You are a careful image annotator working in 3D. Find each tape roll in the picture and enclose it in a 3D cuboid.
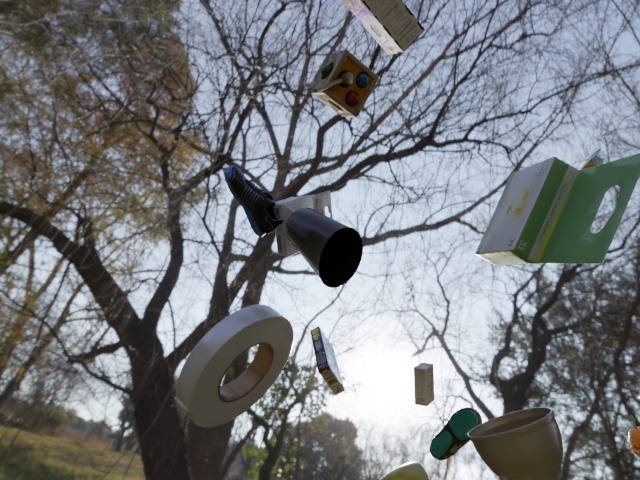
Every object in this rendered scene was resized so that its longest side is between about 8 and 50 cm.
[{"bbox_3d":[-0.241,0.374,1.220,0.072,0.392,0.391,31,-27,31],"label":"tape roll"}]

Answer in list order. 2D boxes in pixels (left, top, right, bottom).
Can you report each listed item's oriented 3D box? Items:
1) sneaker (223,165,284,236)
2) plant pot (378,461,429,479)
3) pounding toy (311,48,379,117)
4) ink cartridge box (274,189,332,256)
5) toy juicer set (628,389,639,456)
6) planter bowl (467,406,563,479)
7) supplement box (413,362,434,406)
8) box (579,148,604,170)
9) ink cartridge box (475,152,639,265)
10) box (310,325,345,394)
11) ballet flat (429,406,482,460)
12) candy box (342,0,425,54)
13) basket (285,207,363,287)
[{"bbox_3d":[-0.193,-0.128,1.199,0.091,0.081,0.232,-29,-87,18],"label":"sneaker"},{"bbox_3d":[0.170,0.551,0.871,0.096,0.134,0.134,3,-35,-11],"label":"plant pot"},{"bbox_3d":[0.048,-0.367,0.961,0.141,0.130,0.100,27,3,-32],"label":"pounding toy"},{"bbox_3d":[-0.057,-0.065,1.429,0.066,0.233,0.188,12,-65,40],"label":"ink cartridge box"},{"bbox_3d":[0.805,0.466,0.849,0.090,0.209,0.329,25,6,-23],"label":"toy juicer set"},{"bbox_3d":[0.374,0.391,0.757,0.162,0.109,0.162,-17,-19,-6],"label":"planter bowl"},{"bbox_3d":[0.279,0.386,1.097,0.036,0.098,0.062,-3,-3,34],"label":"supplement box"},{"bbox_3d":[0.817,-0.196,1.272,0.043,0.105,0.179,35,-49,20],"label":"box"},{"bbox_3d":[0.347,-0.046,0.624,0.056,0.171,0.235,27,-7,-3],"label":"ink cartridge box"},{"bbox_3d":[0.019,0.378,1.298,0.036,0.207,0.114,-29,-66,4],"label":"box"},{"bbox_3d":[0.333,0.458,0.976,0.070,0.070,0.188,24,-57,-11],"label":"ballet flat"},{"bbox_3d":[0.144,-0.549,0.982,0.196,0.164,0.070,42,-77,-18],"label":"candy box"},{"bbox_3d":[0.000,0.000,1.244,0.227,0.154,0.204,41,-40,45],"label":"basket"}]
